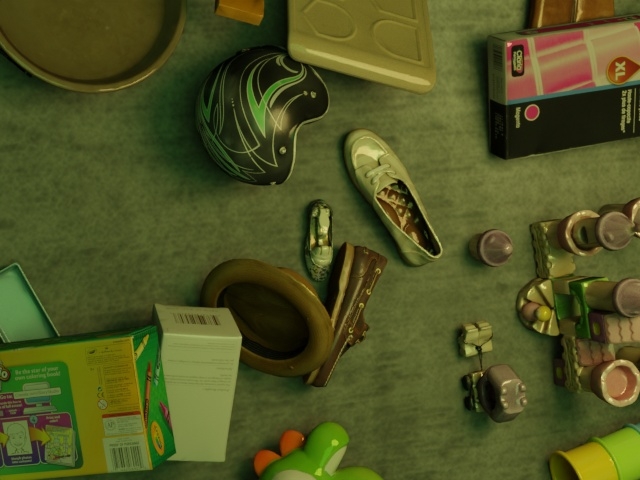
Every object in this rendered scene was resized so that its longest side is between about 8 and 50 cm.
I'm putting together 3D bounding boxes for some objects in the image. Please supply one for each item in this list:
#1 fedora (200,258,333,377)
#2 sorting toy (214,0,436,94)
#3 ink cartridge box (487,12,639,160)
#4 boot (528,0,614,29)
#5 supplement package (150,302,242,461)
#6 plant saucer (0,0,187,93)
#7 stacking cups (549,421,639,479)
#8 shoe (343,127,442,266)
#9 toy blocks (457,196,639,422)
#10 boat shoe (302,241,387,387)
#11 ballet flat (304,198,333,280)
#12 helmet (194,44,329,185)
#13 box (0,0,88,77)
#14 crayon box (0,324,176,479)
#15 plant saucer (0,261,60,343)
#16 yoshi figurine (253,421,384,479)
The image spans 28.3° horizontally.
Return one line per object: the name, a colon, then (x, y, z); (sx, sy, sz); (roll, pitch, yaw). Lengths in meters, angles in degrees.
fedora: (-0.063, 0.091, 1.697); (0.194, 0.194, 0.079); (53, 36, -11)
sorting toy: (0.006, -0.316, 1.710); (0.307, 0.041, 0.229); (13, 52, -17)
ink cartridge box: (0.420, -0.234, 1.851); (0.370, 0.069, 0.176); (-12, 111, -19)
boot: (0.428, -0.418, 1.858); (0.264, 0.096, 0.280); (-3, 94, -22)
supplement package: (-0.171, 0.184, 1.640); (0.105, 0.105, 0.179); (5, 107, -17)
plant saucer: (-0.307, -0.320, 1.625); (0.277, 0.041, 0.278); (5, 78, -26)
stacking cups: (0.500, 0.309, 1.889); (0.316, 0.096, 0.096); (-16, 95, -18)
shoe: (0.106, -0.062, 1.775); (0.076, 0.058, 0.219); (-34, 100, -15)
toy blocks: (0.375, 0.097, 1.758); (0.309, 0.260, 0.289); (-9, 94, -17)
boat shoe: (0.036, 0.108, 1.747); (0.073, 0.073, 0.207); (21, 85, -15)
ballet flat: (0.000, 0.000, 1.753); (0.041, 0.041, 0.114); (-1, 91, -18)
helmet: (-0.084, -0.159, 1.661); (0.169, 0.169, 0.161); (49, 61, -12)
box: (-0.397, -0.304, 1.629); (0.162, 0.029, 0.116); (41, 78, -13)
crayon box: (-0.330, 0.204, 1.560); (0.278, 0.081, 0.165); (-7, 94, 15)
plant saucer: (-0.376, 0.126, 1.646); (0.067, 0.018, 0.192); (-31, 99, -15)
yoshi figurine: (-0.024, 0.425, 1.682); (0.203, 0.203, 0.362); (36, 77, -31)
